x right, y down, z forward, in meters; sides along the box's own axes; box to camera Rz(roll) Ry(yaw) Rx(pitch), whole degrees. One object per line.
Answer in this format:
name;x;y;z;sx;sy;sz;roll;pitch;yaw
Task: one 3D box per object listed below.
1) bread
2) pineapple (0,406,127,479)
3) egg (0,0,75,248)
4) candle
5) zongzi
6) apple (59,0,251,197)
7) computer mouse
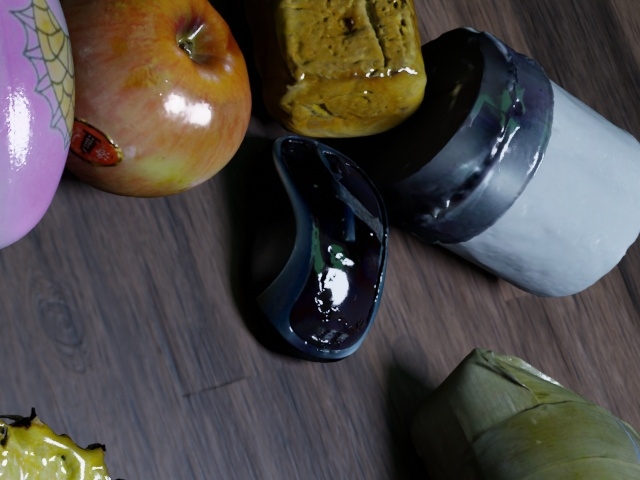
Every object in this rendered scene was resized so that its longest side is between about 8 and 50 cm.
bread;0.005;-0.252;1.525;0.132;0.167;0.294;82;-1;-65
pineapple;-0.225;0.232;1.098;0.225;0.076;0.225;20;58;-36
egg;-0.284;-0.124;1.148;0.196;0.196;0.271;-7;94;-47
candle;0.214;-0.064;1.603;0.342;0.221;0.221;30;50;-34
zongzi;0.289;0.315;1.477;0.393;0.174;0.356;28;33;-41
apple;-0.156;-0.138;1.290;0.209;0.164;0.209;40;38;-42
computer mouse;0.000;0.000;1.439;0.137;0.096;0.233;17;59;-39
